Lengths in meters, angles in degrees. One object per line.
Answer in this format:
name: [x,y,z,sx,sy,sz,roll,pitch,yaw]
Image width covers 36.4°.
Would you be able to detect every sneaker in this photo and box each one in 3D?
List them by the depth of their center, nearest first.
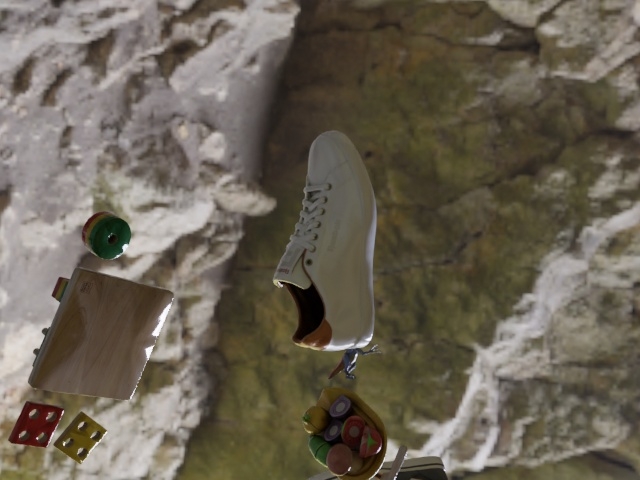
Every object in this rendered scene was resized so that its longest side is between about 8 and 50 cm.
sneaker: [0.000,0.000,1.263,0.106,0.123,0.290,-9,-95,58]
sneaker: [0.112,0.504,1.888,0.126,0.321,0.127,111,-31,-49]

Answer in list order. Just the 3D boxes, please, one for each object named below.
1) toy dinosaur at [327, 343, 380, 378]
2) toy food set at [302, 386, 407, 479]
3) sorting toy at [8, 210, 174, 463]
toy dinosaur: [0.046,0.175,1.538,0.047,0.090,0.082,38,50,-63]
toy food set: [0.037,0.328,1.601,0.071,0.218,0.128,21,102,-46]
sorting toy: [-0.245,0.106,1.050,0.132,0.046,0.274,19,95,-49]
